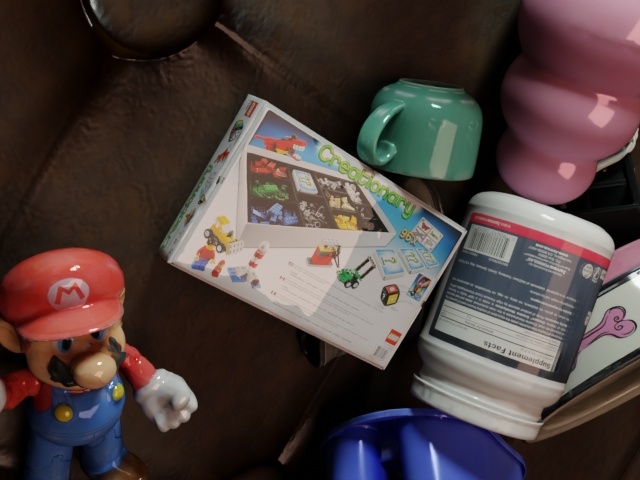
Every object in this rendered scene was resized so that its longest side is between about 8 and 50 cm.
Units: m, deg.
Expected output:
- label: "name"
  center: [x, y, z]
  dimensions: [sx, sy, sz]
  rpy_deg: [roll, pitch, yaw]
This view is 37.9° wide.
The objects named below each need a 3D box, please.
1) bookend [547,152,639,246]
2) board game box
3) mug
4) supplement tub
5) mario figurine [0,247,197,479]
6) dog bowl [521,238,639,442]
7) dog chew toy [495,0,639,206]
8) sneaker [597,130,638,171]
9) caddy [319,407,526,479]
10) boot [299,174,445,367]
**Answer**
- label: "bookend"
  center: [0.378, -0.063, 1.349]
  dimensions: [0.157, 0.156, 0.072]
  rpy_deg: [-80, 158, -47]
- label: "board game box"
  center: [0.000, 0.000, 1.025]
  dimensions: [0.305, 0.053, 0.193]
  rpy_deg: [30, 92, -30]
- label: "mug"
  center: [0.116, -0.127, 1.043]
  dimensions: [0.158, 0.129, 0.097]
  rpy_deg: [-55, 154, -74]
- label: "supplement tub"
  center: [0.236, 0.091, 1.169]
  dimensions: [0.191, 0.191, 0.272]
  rpy_deg: [19, 91, -45]
- label: "mario figurine"
  center: [-0.227, 0.153, 0.876]
  dimensions: [0.198, 0.170, 0.320]
  rpy_deg: [-60, 159, -52]
- label: "dog bowl"
  center: [0.437, 0.134, 1.359]
  dimensions: [0.408, 0.150, 0.408]
  rpy_deg: [-23, 157, -10]
- label: "dog chew toy"
  center: [0.320, -0.192, 1.159]
  dimensions: [0.206, 0.206, 0.332]
  rpy_deg: [-5, 124, -39]
- label: "sneaker"
  center: [0.413, -0.157, 1.326]
  dimensions: [0.258, 0.091, 0.094]
  rpy_deg: [-41, 133, -17]
- label: "caddy"
  center: [0.144, 0.334, 1.268]
  dimensions: [0.341, 0.241, 0.179]
  rpy_deg: [46, 36, -45]
- label: "boot"
  center: [0.059, 0.041, 1.137]
  dimensions: [0.161, 0.083, 0.246]
  rpy_deg: [-9, 118, -34]
